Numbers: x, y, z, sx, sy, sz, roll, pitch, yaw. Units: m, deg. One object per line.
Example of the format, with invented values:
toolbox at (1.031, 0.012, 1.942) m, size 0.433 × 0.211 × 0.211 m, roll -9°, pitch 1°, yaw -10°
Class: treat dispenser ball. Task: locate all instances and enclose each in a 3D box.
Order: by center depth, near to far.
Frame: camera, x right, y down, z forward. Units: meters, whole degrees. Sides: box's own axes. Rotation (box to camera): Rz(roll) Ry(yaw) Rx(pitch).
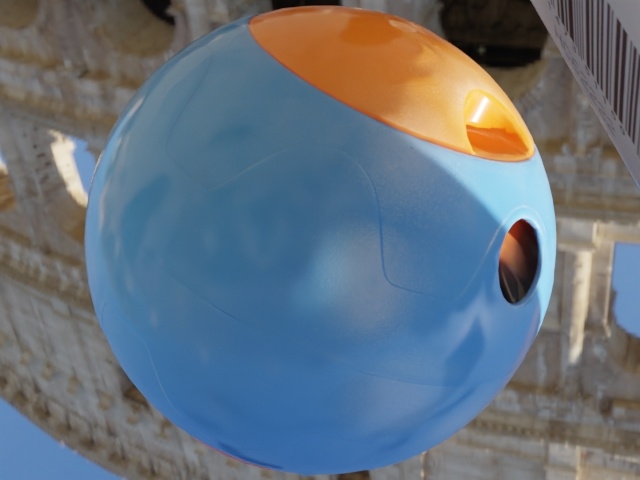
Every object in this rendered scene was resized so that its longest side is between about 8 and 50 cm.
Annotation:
treat dispenser ball at (0.000, 0.000, 0.642) m, size 0.288 × 0.288 × 0.288 m, roll -4°, pitch -143°, yaw 3°

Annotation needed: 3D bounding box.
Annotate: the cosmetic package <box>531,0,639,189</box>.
cosmetic package at (0.297, -0.179, 0.356) m, size 0.453 × 0.161 × 0.230 m, roll -25°, pitch -112°, yaw 7°
